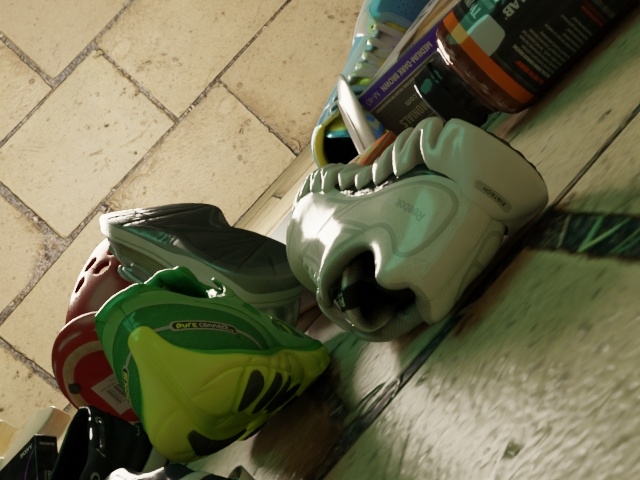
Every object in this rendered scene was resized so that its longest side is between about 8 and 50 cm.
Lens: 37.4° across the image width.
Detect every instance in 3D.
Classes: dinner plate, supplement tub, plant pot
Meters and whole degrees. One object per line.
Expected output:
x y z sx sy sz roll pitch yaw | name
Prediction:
0.045 -0.110 1.006 0.017 0.141 0.141 -25 9 2 | dinner plate
0.169 -0.178 0.778 0.198 0.106 0.106 -45 8 21 | supplement tub
-0.200 0.104 1.064 0.191 0.191 0.174 -43 16 31 | plant pot

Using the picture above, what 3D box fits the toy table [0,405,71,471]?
-0.403 0.292 1.164 0.274 0.252 0.161 -10 49 41 | toy table

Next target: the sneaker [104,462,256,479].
-0.115 0.201 0.503 0.235 0.094 0.153 -46 7 12 | sneaker

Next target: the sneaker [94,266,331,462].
-0.069 0.072 0.652 0.109 0.123 0.295 -39 -10 -2 | sneaker

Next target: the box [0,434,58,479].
-0.300 0.295 0.959 0.116 0.029 0.162 -44 45 32 | box

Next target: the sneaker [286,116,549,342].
0.030 0.011 0.644 0.118 0.110 0.292 -60 11 -19 | sneaker

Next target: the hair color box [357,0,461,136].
0.181 -0.246 1.052 0.185 0.110 0.339 -41 12 37 | hair color box

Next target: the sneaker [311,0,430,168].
0.083 -0.211 1.229 0.208 0.127 0.319 -80 11 -72 | sneaker

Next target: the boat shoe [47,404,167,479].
-0.241 0.256 0.838 0.127 0.113 0.340 -43 9 28 | boat shoe

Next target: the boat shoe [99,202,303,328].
-0.123 0.031 0.914 0.118 0.103 0.320 -11 20 -36 | boat shoe

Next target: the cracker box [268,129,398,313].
0.000 0.000 0.963 0.156 0.067 0.232 -52 10 -30 | cracker box
